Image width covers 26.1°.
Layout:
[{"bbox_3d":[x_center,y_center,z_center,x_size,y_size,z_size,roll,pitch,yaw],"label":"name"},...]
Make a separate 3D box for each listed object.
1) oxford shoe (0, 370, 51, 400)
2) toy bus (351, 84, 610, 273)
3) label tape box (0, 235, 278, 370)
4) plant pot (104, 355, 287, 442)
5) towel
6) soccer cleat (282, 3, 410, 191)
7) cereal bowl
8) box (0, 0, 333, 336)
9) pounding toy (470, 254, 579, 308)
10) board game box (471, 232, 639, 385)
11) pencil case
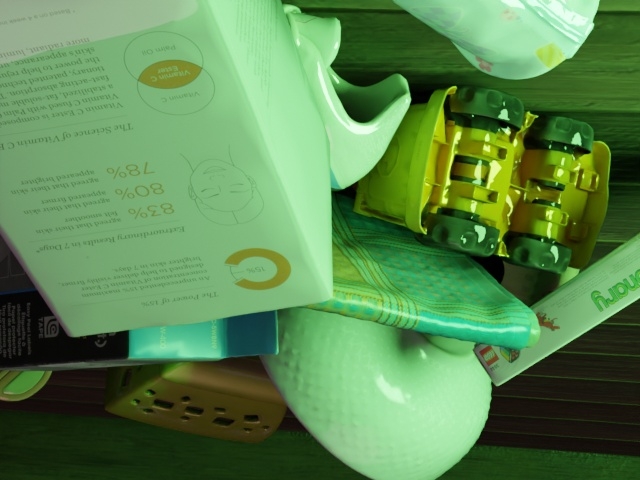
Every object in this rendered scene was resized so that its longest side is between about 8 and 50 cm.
[{"bbox_3d":[-0.457,0.020,1.602,0.397,0.140,0.146,51,171,-10],"label":"oxford shoe"},{"bbox_3d":[0.137,-0.056,1.340,0.220,0.150,0.211,14,175,-32],"label":"toy bus"},{"bbox_3d":[-0.207,0.010,1.460,0.333,0.241,0.106,-8,170,36],"label":"label tape box"},{"bbox_3d":[-0.124,0.115,1.749,0.228,0.227,0.207,15,157,-22],"label":"plant pot"},{"bbox_3d":[0.000,0.000,1.290,0.370,0.040,0.271,13,-160,-25],"label":"towel"},{"bbox_3d":[-0.071,-0.160,1.144,0.331,0.116,0.143,27,121,-28],"label":"soccer cleat"},{"bbox_3d":[0.083,0.108,1.616,0.141,0.339,0.339,-39,140,28],"label":"cereal bowl"},{"bbox_3d":[-0.133,-0.105,0.973,0.215,0.168,0.345,-8,140,11],"label":"box"},{"bbox_3d":[0.161,0.029,1.564,0.206,0.094,0.181,21,-169,29],"label":"pounding toy"},{"bbox_3d":[0.309,0.030,1.371,0.193,0.053,0.305,-24,168,-47],"label":"board game box"},{"bbox_3d":[0.080,-0.202,0.896,0.124,0.114,0.273,21,176,38],"label":"pencil case"}]
